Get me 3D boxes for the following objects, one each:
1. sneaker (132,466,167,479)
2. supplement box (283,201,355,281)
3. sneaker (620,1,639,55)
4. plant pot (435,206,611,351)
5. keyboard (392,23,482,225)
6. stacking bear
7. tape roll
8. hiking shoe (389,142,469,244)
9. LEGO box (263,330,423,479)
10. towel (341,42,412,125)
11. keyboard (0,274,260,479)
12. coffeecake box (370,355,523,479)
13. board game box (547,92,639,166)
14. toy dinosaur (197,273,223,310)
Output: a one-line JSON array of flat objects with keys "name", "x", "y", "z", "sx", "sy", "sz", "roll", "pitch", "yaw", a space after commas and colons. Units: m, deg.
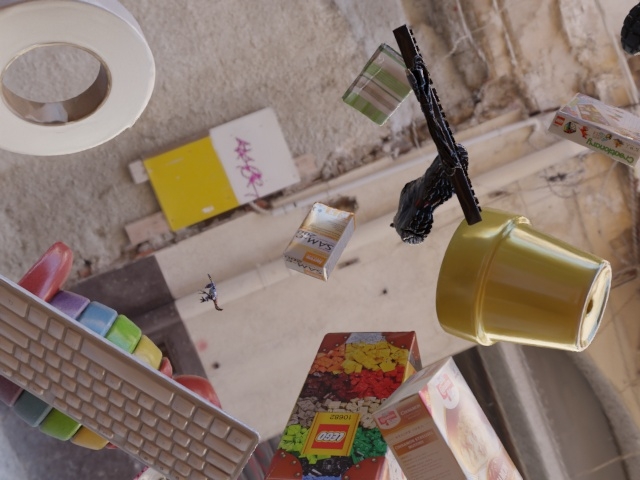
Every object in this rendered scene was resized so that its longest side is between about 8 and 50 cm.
[{"name": "sneaker", "x": -0.286, "y": 0.448, "z": 0.973, "sx": 0.112, "sy": 0.121, "sz": 0.299, "roll": 42, "pitch": -4, "yaw": 0}, {"name": "supplement box", "x": 0.000, "y": 0.000, "z": 0.847, "sx": 0.062, "sy": 0.098, "sz": 0.036, "roll": 18, "pitch": -33, "yaw": 19}, {"name": "sneaker", "x": 0.785, "y": -0.536, "z": 1.402, "sx": 0.101, "sy": 0.106, "sz": 0.267, "roll": 57, "pitch": -41, "yaw": 37}, {"name": "plant pot", "x": 0.372, "y": 0.086, "z": 1.123, "sx": 0.239, "sy": 0.254, "sz": 0.254, "roll": 18, "pitch": -40, "yaw": 35}, {"name": "keyboard", "x": 0.180, "y": -0.174, "z": 0.946, "sx": 0.317, "sy": 0.033, "sz": 0.201, "roll": 66, "pitch": 17, "yaw": -6}, {"name": "stacking bear", "x": -0.243, "y": 0.167, "z": 0.730, "sx": 0.289, "sy": 0.175, "sz": 0.164, "roll": 35, "pitch": 32, "yaw": -12}, {"name": "tape roll", "x": -0.524, "y": -0.325, "z": 1.231, "sx": 0.392, "sy": 0.392, "sz": 0.072, "roll": 80, "pitch": -16, "yaw": -60}, {"name": "hiking shoe", "x": 0.212, "y": -0.108, "z": 1.287, "sx": 0.086, "sy": 0.227, "sz": 0.114, "roll": 25, "pitch": 13, "yaw": -31}, {"name": "LEGO box", "x": 0.102, "y": 0.477, "z": 1.173, "sx": 0.372, "sy": 0.193, "sz": 0.500, "roll": -63, "pitch": 143, "yaw": -55}, {"name": "towel", "x": 0.130, "y": -0.321, "z": 1.307, "sx": 0.113, "sy": 0.152, "sz": 0.023, "roll": 31, "pitch": 34, "yaw": -14}, {"name": "keyboard", "x": -0.156, "y": 0.069, "z": 0.365, "sx": 0.072, "sy": 0.256, "sz": 0.014, "roll": -62, "pitch": 176, "yaw": 36}, {"name": "coffeecake box", "x": 0.153, "y": 0.245, "z": 0.716, "sx": 0.185, "sy": 0.068, "sz": 0.142, "roll": 60, "pitch": 26, "yaw": 7}, {"name": "board game box", "x": 0.652, "y": -0.264, "z": 1.443, "sx": 0.193, "sy": 0.305, "sz": 0.053, "roll": 29, "pitch": -59, "yaw": 19}, {"name": "toy dinosaur", "x": -0.261, "y": 0.129, "z": 1.493, "sx": 0.090, "sy": 0.047, "sz": 0.082, "roll": 55, "pitch": 15, "yaw": -3}]
